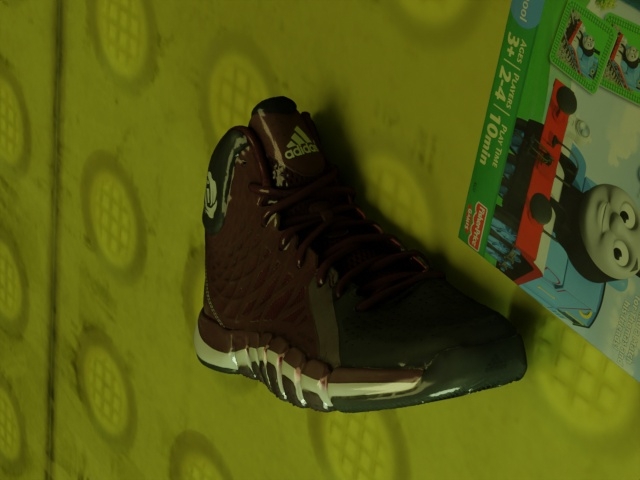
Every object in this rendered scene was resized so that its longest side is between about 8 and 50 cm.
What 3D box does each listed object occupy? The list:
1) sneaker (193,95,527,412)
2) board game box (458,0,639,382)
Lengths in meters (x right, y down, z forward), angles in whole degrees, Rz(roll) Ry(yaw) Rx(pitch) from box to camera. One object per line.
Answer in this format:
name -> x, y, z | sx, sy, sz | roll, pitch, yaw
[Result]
sneaker -> 0.000, 0.000, 0.835 | 0.281, 0.106, 0.162 | 4, 102, 56
board game box -> 0.153, -0.018, 0.656 | 0.211, 0.039, 0.160 | 41, 133, 41
